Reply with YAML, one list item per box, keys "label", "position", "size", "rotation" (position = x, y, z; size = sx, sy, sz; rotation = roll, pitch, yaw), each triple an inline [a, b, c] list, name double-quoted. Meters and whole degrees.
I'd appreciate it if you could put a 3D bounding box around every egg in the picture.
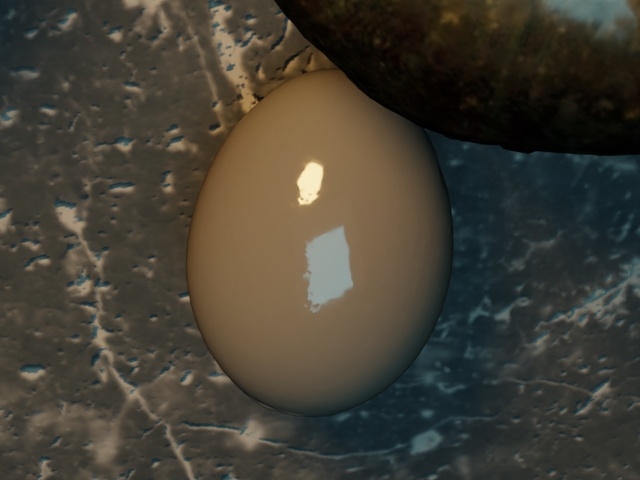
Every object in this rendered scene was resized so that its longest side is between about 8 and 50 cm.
- label: "egg"
  position: [0.000, 0.000, 1.071]
  size: [0.176, 0.176, 0.232]
  rotation: [0, 117, -7]

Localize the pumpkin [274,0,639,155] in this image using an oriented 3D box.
- label: "pumpkin"
  position: [0.154, -0.252, 0.839]
  size: [0.454, 0.344, 0.454]
  rotation: [7, 125, 10]
